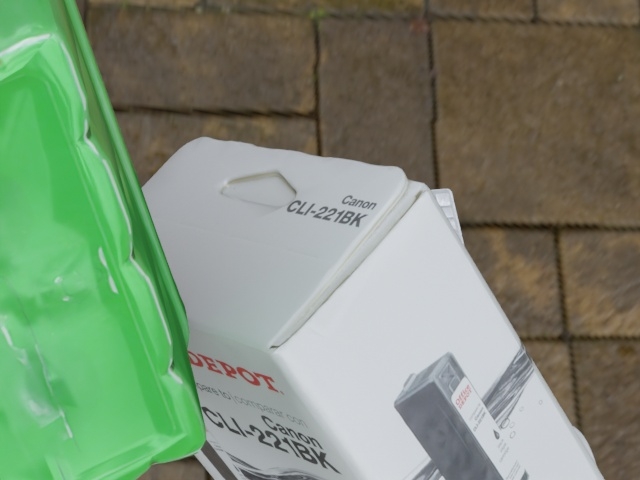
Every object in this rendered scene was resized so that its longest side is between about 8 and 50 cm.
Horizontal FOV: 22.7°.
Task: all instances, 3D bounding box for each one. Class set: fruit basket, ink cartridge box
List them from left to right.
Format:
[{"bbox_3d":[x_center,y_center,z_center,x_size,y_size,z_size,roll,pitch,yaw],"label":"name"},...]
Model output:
[{"bbox_3d":[-0.188,-0.039,0.676,0.165,0.327,0.353,-29,36,-19],"label":"fruit basket"},{"bbox_3d":[0.018,0.090,0.828,0.114,0.197,0.273,-47,123,-22],"label":"ink cartridge box"}]

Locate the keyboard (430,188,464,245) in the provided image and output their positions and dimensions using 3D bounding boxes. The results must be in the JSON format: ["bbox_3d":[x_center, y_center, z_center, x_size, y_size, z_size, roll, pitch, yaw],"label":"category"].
[{"bbox_3d":[0.000,0.000,1.347,0.256,0.014,0.072,-6,77,-19],"label":"keyboard"}]

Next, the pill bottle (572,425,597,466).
[{"bbox_3d":[0.081,0.217,1.276,0.264,0.153,0.153,-8,63,29],"label":"pill bottle"}]
